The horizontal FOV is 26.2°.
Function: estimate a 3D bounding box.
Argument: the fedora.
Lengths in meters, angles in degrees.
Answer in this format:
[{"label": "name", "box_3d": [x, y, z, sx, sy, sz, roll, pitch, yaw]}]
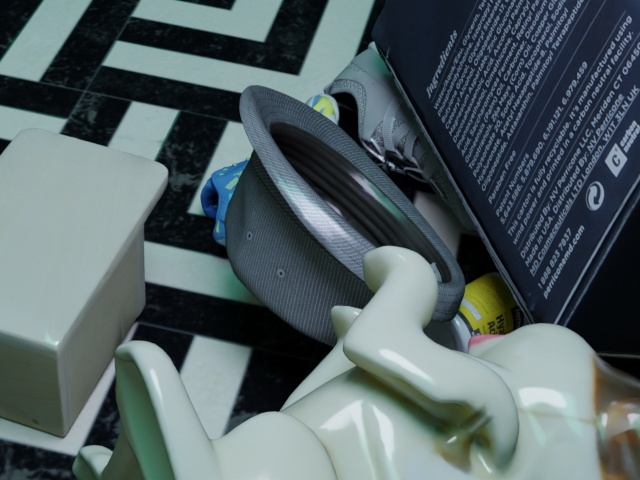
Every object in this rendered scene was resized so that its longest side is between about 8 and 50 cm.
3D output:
[{"label": "fedora", "box_3d": [0.000, 0.000, 1.223, 0.275, 0.124, 0.243, 49, 18, 24]}]

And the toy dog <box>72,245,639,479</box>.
[{"label": "toy dog", "box_3d": [0.079, 0.191, 0.979, 0.407, 0.285, 0.395, -16, 59, -24]}]

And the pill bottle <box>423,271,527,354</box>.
[{"label": "pill bottle", "box_3d": [0.154, 0.068, 1.284, 0.116, 0.065, 0.065, -27, 51, -32]}]

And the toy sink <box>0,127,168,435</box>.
[{"label": "toy sink", "box_3d": [-0.245, 0.034, 1.218, 0.152, 0.131, 0.234, 16, 46, 10]}]

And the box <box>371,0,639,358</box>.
[{"label": "box", "box_3d": [0.370, -0.142, 1.307, 0.479, 0.297, 0.472, 5, 37, -26]}]

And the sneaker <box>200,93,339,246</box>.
[{"label": "sneaker", "box_3d": [-0.052, -0.073, 1.398, 0.126, 0.091, 0.240, 8, 42, 2]}]

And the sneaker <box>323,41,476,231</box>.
[{"label": "sneaker", "box_3d": [0.099, -0.099, 1.469, 0.115, 0.105, 0.281, -32, 50, 2]}]
